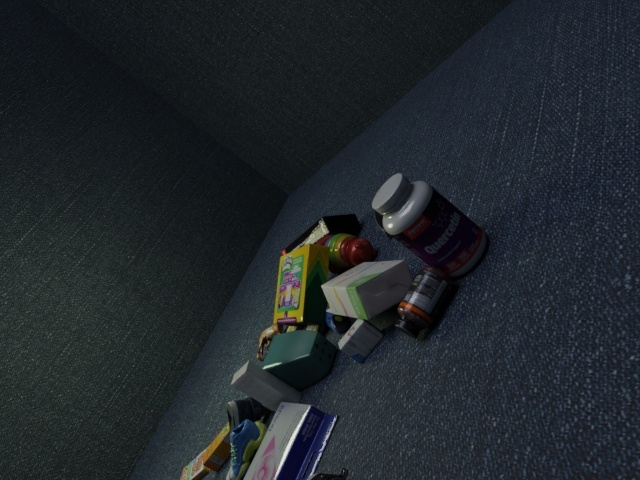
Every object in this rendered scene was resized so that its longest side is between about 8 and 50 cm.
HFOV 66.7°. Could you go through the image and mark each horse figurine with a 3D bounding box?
[{"bbox_3d":[-0.232,0.462,2.316,0.263,0.066,0.175,-48,24,28],"label":"horse figurine"}]

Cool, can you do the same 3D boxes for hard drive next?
[{"bbox_3d":[0.304,-0.118,2.068,0.172,0.054,0.255,-49,16,15],"label":"hard drive"}]

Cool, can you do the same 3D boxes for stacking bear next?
[{"bbox_3d":[0.117,0.050,2.090,0.289,0.175,0.164,-1,60,59],"label":"stacking bear"}]

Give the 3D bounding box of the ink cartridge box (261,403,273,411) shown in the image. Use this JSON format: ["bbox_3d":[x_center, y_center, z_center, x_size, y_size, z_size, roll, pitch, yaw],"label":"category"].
[{"bbox_3d":[-0.161,0.570,1.927,0.104,0.060,0.180,-43,19,35],"label":"ink cartridge box"}]

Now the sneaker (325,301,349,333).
[{"bbox_3d":[0.060,0.311,1.862,0.209,0.069,0.082,-115,35,-66],"label":"sneaker"}]

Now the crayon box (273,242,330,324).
[{"bbox_3d":[-0.084,0.199,2.067,0.363,0.106,0.314,156,122,-64],"label":"crayon box"}]

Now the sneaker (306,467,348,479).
[{"bbox_3d":[0.001,0.673,1.158,0.153,0.101,0.269,-45,15,37],"label":"sneaker"}]

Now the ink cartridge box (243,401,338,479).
[{"bbox_3d":[-0.112,0.679,1.542,0.330,0.071,0.324,-30,28,58],"label":"ink cartridge box"}]

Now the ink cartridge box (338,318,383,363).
[{"bbox_3d":[0.130,0.319,1.570,0.122,0.088,0.052,-51,13,7],"label":"ink cartridge box"}]

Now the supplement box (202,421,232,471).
[{"bbox_3d":[-0.385,0.826,1.997,0.233,0.080,0.078,-50,18,3],"label":"supplement box"}]

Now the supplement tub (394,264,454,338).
[{"bbox_3d":[0.290,0.177,1.386,0.198,0.106,0.106,-57,16,-11],"label":"supplement tub"}]

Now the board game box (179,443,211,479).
[{"bbox_3d":[-0.545,1.010,2.150,0.259,0.039,0.124,-44,19,23],"label":"board game box"}]

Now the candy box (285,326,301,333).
[{"bbox_3d":[-0.123,0.409,2.222,0.105,0.027,0.206,-31,27,52],"label":"candy box"}]

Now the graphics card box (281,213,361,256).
[{"bbox_3d":[0.000,0.000,2.397,0.232,0.094,0.371,-8,-21,-43],"label":"graphics card box"}]

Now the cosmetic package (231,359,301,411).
[{"bbox_3d":[-0.194,0.536,1.762,0.099,0.239,0.060,-44,17,28],"label":"cosmetic package"}]

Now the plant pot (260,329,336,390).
[{"bbox_3d":[-0.066,0.432,1.785,0.234,0.165,0.166,-27,29,40],"label":"plant pot"}]

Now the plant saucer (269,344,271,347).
[{"bbox_3d":[-0.236,0.490,2.398,0.083,0.015,0.083,-48,17,20],"label":"plant saucer"}]

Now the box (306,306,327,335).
[{"bbox_3d":[-0.024,0.377,1.987,0.114,0.036,0.207,-36,23,47],"label":"box"}]

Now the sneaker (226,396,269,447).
[{"bbox_3d":[-0.275,0.722,1.901,0.086,0.163,0.227,6,100,54],"label":"sneaker"}]

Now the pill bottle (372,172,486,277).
[{"bbox_3d":[0.308,-0.046,1.403,0.181,0.322,0.182,-48,16,19],"label":"pill bottle"}]

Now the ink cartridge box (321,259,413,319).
[{"bbox_3d":[0.142,0.164,1.672,0.207,0.119,0.353,-26,6,-22],"label":"ink cartridge box"}]

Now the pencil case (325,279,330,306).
[{"bbox_3d":[0.018,0.243,2.102,0.152,0.064,0.070,-50,32,11],"label":"pencil case"}]

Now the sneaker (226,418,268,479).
[{"bbox_3d":[-0.302,0.767,1.791,0.240,0.126,0.091,-57,16,-15],"label":"sneaker"}]
